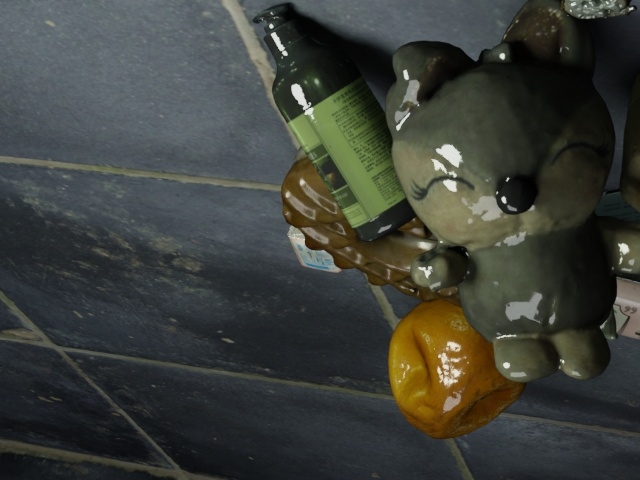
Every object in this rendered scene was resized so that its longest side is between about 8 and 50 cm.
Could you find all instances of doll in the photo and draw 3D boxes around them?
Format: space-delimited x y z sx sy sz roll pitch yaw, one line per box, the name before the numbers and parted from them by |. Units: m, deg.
doll | 0.179 -0.060 1.524 0.252 0.382 0.378 -15 -169 -13

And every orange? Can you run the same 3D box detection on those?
orange | 0.214 0.171 2.155 0.183 0.249 0.249 56 165 23

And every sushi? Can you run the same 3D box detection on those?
sushi | 0.252 -0.257 1.322 0.098 0.084 0.094 -1 149 27

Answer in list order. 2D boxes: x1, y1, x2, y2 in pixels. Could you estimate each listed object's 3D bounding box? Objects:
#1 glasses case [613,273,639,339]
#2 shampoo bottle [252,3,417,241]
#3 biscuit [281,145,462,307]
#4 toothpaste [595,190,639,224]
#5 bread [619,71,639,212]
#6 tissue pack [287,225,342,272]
glasses case | 0.443 0.088 1.962 0.314 0.075 0.122 14 153 4
shampoo bottle | 0.016 -0.139 1.607 0.284 0.101 0.101 58 145 -6
biscuit | 0.088 -0.032 1.851 0.268 0.115 0.366 11 157 26
toothpaste | 0.426 -0.025 1.737 0.313 0.071 0.089 -11 147 45
bread | 0.384 -0.102 1.506 0.134 0.141 0.148 6 154 17
tissue pack | 0.000 0.000 2.059 0.074 0.058 0.094 10 155 17
